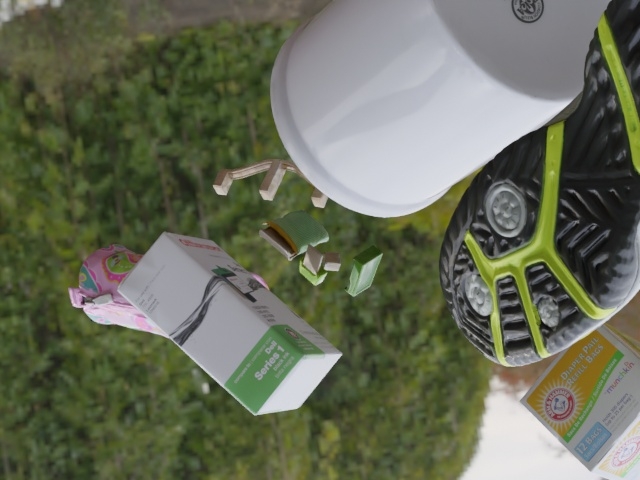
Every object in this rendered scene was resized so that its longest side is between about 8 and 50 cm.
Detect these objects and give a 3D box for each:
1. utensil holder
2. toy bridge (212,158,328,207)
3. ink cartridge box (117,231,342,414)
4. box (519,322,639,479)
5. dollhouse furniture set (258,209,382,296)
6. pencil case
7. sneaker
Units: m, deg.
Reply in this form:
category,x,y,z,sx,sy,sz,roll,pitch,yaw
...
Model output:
category,x,y,z,sx,sy,sz,roll,pitch,yaw
utensil holder,0.163,-0.245,1.773,0.328,0.327,0.385,-7,166,-33
toy bridge,-0.071,-0.091,1.943,0.188,0.063,0.026,8,150,26
ink cartridge box,-0.102,0.093,1.489,0.092,0.219,0.160,-51,165,7
box,0.303,0.166,1.268,0.114,0.103,0.203,-52,141,9
dollhouse furniture set,0.000,0.000,1.575,0.076,0.152,0.058,-29,148,-38
pencil case,-0.201,0.080,1.748,0.284,0.124,0.124,10,-172,34
sneaker,0.220,-0.047,0.893,0.147,0.145,0.384,-11,149,-41
